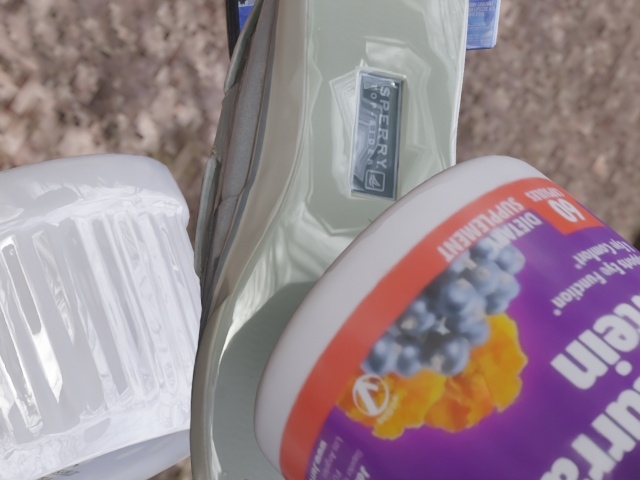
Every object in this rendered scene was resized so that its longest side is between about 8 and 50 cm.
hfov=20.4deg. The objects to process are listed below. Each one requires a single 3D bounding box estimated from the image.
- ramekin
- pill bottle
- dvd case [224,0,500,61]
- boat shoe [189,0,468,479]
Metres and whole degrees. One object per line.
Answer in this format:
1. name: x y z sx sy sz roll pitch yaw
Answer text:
1. ramekin: -0.134 0.058 0.717 0.207 0.109 0.207 -23 170 -4
2. pill bottle: 0.084 0.075 0.443 0.108 0.193 0.108 -38 154 -22
3. dvd case: 0.027 -0.201 1.094 0.253 0.180 0.022 90 -5 -55
4. boat shoe: -0.001 -0.001 0.581 0.081 0.079 0.228 146 -44 -65
